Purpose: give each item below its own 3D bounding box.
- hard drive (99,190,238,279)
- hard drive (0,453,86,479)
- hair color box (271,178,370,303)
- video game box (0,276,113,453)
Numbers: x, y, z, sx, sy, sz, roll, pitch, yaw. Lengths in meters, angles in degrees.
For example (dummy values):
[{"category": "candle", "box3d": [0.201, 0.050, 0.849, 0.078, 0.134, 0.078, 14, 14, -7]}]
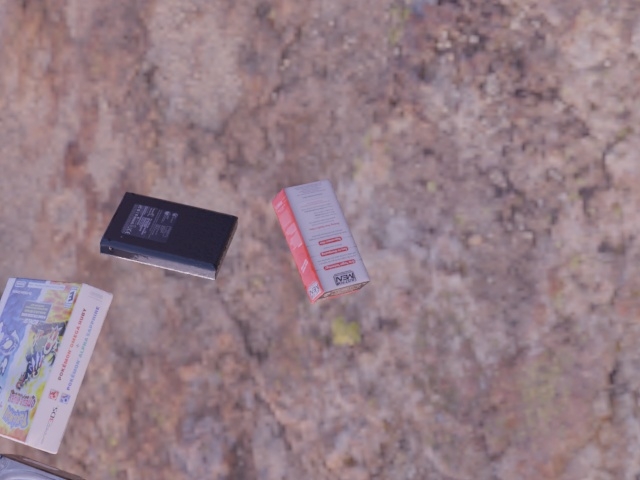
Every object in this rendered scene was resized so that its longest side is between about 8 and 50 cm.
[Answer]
[{"category": "hard drive", "box3d": [-0.170, -0.007, 1.423, 0.094, 0.135, 0.022, -71, -8, -47]}, {"category": "hard drive", "box3d": [-0.438, 0.516, 1.906, 0.237, 0.064, 0.338, 13, 86, 29]}, {"category": "hair color box", "box3d": [0.000, 0.000, 1.549, 0.043, 0.072, 0.141, -45, 62, 56]}, {"category": "video game box", "box3d": [-0.332, 0.137, 1.443, 0.205, 0.048, 0.187, 0, 71, 53]}]
